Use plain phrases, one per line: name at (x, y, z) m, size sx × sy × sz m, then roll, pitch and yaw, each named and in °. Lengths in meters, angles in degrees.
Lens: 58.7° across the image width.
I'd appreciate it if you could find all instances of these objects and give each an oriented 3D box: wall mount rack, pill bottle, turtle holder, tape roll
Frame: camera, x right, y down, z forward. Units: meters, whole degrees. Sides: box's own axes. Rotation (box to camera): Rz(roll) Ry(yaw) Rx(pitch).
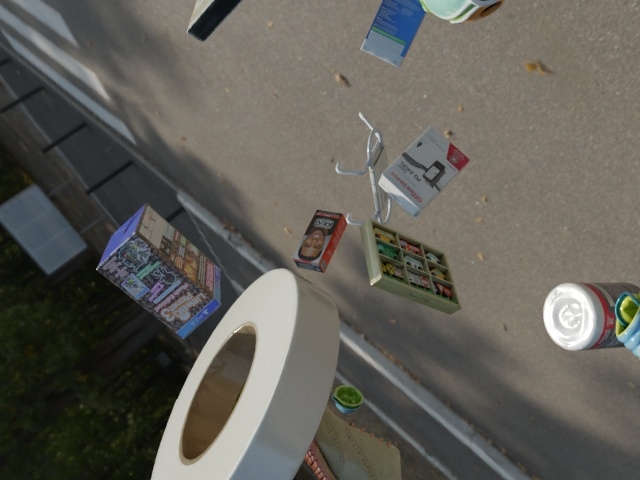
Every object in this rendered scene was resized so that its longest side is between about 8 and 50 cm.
wall mount rack at (0.151, -0.223, 1.759) m, size 0.130 × 0.304 × 0.350 m, roll 7°, pitch 137°, yaw 22°
pill bottle at (0.773, 0.199, 1.520) m, size 0.176 × 0.318 × 0.176 m, roll -178°, pitch 90°, yaw -65°
turtle holder at (0.343, -0.668, 1.317) m, size 0.227 × 0.243 × 0.320 m, roll -111°, pitch 20°, yaw -57°
tape roll at (-0.115, 0.222, 0.797) m, size 0.072 × 0.392 × 0.392 m, roll 31°, pitch 168°, yaw -20°

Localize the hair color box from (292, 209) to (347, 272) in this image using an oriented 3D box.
hair color box at (0.000, 0.000, 1.295) m, size 0.072 × 0.141 × 0.043 m, roll 10°, pitch 149°, yaw 27°

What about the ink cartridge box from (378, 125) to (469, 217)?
ink cartridge box at (0.209, -0.139, 1.159) m, size 0.109 × 0.150 × 0.063 m, roll 44°, pitch 172°, yaw 7°

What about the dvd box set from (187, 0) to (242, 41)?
dvd box set at (-0.238, -0.798, 1.607) m, size 0.062 × 0.420 × 0.307 m, roll 28°, pitch 142°, yaw -32°

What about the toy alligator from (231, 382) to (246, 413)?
toy alligator at (-0.113, 0.251, 0.979) m, size 0.051 × 0.190 × 0.056 m, roll 30°, pitch 171°, yaw 7°

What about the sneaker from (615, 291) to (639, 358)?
sneaker at (0.742, 0.151, 1.168) m, size 0.208 × 0.319 × 0.127 m, roll 46°, pitch 148°, yaw 27°

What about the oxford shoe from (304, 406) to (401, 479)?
oxford shoe at (0.054, 0.379, 1.004) m, size 0.397 × 0.146 × 0.140 m, roll 59°, pitch 166°, yaw 14°

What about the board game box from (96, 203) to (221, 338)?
board game box at (-0.418, 0.077, 1.526) m, size 0.291 × 0.141 × 0.232 m, roll 45°, pitch -172°, yaw -22°

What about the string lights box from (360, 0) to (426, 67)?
string lights box at (0.238, -0.669, 1.704) m, size 0.133 × 0.260 × 0.077 m, roll 27°, pitch -158°, yaw 3°

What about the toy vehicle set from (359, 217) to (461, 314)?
toy vehicle set at (0.209, 0.063, 1.317) m, size 0.267 × 0.035 × 0.166 m, roll 22°, pitch -136°, yaw -34°

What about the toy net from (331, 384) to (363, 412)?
toy net at (-0.004, 0.380, 1.253) m, size 0.122 × 0.232 × 0.045 m, roll 28°, pitch 117°, yaw 22°
